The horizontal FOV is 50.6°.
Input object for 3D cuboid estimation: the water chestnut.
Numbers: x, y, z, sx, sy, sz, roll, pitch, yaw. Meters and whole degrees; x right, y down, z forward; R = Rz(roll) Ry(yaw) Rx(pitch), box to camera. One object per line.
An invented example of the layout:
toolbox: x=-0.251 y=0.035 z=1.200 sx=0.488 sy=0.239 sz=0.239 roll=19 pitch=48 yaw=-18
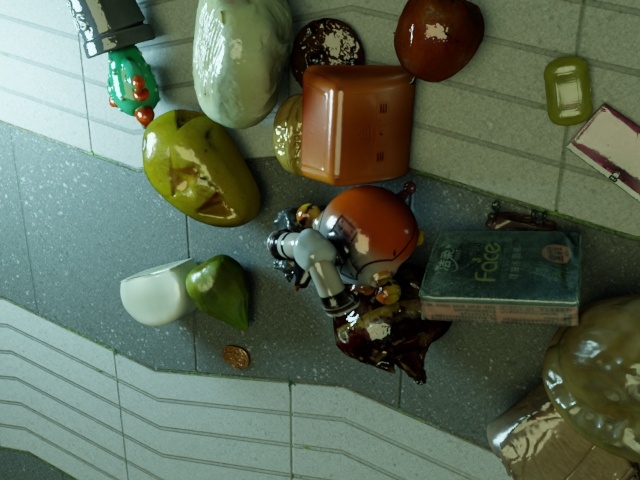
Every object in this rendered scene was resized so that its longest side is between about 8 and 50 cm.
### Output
water chestnut: x=0.176 y=0.205 z=1.588 sx=0.300 sy=0.300 sz=0.300 roll=9 pitch=112 yaw=24

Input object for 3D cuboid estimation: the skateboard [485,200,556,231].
skateboard: x=0.445 y=-0.030 z=1.513 sx=0.151 sy=0.067 sz=0.080 roll=12 pitch=122 yaw=18

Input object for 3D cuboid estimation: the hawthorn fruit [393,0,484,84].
hawthorn fruit: x=0.234 y=-0.416 z=1.409 sx=0.185 sy=0.185 sz=0.202 roll=37 pitch=123 yaw=11

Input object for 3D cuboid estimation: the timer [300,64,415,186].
timer: x=0.102 y=-0.255 z=1.509 sx=0.161 sy=0.250 sz=0.257 roll=34 pitch=127 yaw=55

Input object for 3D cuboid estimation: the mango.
mango: x=-0.307 y=-0.182 z=1.777 sx=0.365 sy=0.182 sz=0.253 roll=41 pitch=119 yaw=-4

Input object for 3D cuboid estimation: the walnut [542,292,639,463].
walnut: x=0.664 y=0.262 z=1.346 sx=0.383 sy=0.383 sz=0.383 roll=9 pitch=112 yaw=24

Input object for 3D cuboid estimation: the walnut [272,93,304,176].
walnut: x=-0.037 y=-0.251 z=1.615 sx=0.159 sy=0.159 sz=0.207 roll=15 pitch=122 yaw=22

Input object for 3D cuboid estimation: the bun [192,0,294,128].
bun: x=-0.174 y=-0.442 z=1.575 sx=0.361 sy=0.213 sz=0.361 roll=178 pitch=90 yaw=-69

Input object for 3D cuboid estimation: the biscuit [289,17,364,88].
biscuit: x=0.014 y=-0.424 z=1.592 sx=0.192 sy=0.049 sz=0.192 roll=10 pitch=116 yaw=21

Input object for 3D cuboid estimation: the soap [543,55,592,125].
soap: x=0.508 y=-0.305 z=1.386 sx=0.089 sy=0.045 sz=0.140 roll=-5 pitch=104 yaw=25

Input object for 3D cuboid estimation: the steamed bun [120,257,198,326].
steamed bun: x=-0.454 y=0.158 z=1.978 sx=0.241 sy=0.146 sz=0.164 roll=-13 pitch=97 yaw=30

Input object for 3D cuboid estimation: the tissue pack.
tissue pack: x=0.387 y=0.078 z=1.439 sx=0.315 sy=0.228 sz=0.103 roll=0 pitch=127 yaw=22

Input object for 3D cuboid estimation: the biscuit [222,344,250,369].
biscuit: x=-0.252 y=0.352 z=2.023 sx=0.091 sy=0.015 sz=0.078 roll=4 pitch=109 yaw=26

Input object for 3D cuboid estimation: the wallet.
wallet: x=0.635 y=-0.168 z=1.384 sx=0.232 sy=0.025 sz=0.119 roll=39 pitch=120 yaw=8

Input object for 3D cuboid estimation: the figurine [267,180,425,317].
figurine: x=0.077 y=-0.003 z=1.473 sx=0.320 sy=0.323 sz=0.196 roll=43 pitch=147 yaw=25

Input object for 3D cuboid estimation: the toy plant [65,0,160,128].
toy plant: x=-0.519 y=-0.485 z=1.764 sx=0.279 sy=0.185 sz=0.400 roll=-2 pitch=116 yaw=40

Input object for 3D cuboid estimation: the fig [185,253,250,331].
fig: x=-0.274 y=0.137 z=1.893 sx=0.167 sy=0.167 sz=0.233 roll=2 pitch=145 yaw=26

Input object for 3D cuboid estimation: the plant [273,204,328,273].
plant: x=0.000 y=0.000 z=1.665 sx=0.234 sy=0.204 sz=0.178 roll=-3 pitch=91 yaw=-17

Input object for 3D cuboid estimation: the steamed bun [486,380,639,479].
steamed bun: x=0.555 y=0.468 z=1.563 sx=0.301 sy=0.199 sz=0.251 roll=42 pitch=104 yaw=-4
